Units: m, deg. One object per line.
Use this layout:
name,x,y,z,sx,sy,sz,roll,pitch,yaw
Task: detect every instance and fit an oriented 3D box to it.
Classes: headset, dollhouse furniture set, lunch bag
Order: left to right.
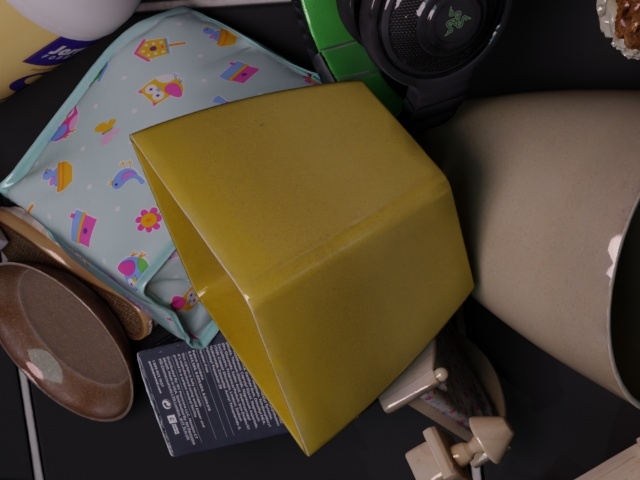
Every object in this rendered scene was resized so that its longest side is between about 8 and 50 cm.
lunch bag,-0.119,-0.072,1.712,0.223,0.160,0.262,32,78,34
headset,0.080,-0.250,1.500,0.243,0.185,0.394,62,158,22
dollhouse furniture set,0.177,0.117,1.659,0.173,0.303,0.356,-32,59,14

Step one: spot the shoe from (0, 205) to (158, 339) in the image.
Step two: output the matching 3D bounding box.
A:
shoe,-0.240,0.024,1.893,0.219,0.058,0.077,32,143,19

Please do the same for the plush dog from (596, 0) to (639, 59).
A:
plush dog,0.274,-0.271,1.454,0.210,0.225,0.262,-11,99,28

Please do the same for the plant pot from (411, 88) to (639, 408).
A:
plant pot,0.202,-0.024,1.569,0.274,0.256,0.257,21,114,39

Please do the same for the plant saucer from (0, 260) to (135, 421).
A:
plant saucer,-0.253,0.093,1.891,0.198,0.036,0.199,27,140,25

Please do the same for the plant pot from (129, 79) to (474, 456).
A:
plant pot,0.000,0.000,1.494,0.212,0.187,0.212,53,168,40

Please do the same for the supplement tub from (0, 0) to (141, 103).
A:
supplement tub,-0.309,-0.257,1.737,0.331,0.241,0.241,-28,91,30

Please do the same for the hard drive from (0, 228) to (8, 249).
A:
hard drive,-0.479,-0.070,1.922,0.210,0.040,0.319,-36,76,11

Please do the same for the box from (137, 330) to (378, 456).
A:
box,-0.037,0.110,1.756,0.207,0.153,0.108,-15,98,29
